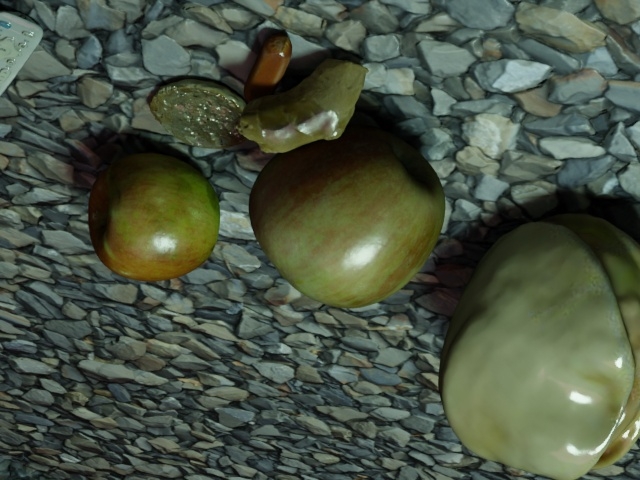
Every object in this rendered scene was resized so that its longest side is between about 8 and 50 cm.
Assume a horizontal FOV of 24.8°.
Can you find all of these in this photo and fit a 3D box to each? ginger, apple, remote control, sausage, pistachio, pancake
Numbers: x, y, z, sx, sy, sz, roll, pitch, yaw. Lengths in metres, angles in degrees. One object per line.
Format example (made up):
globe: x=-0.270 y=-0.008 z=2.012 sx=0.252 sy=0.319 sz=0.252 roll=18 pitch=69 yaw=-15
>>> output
ginger: x=-0.019 y=-0.172 z=1.888 sx=0.190 sy=0.069 sz=0.095 roll=-22 pitch=114 yaw=12
apple: x=-0.240 y=-0.032 z=2.129 sx=0.196 sy=0.196 sz=0.196 roll=9 pitch=149 yaw=5
remote control: x=-0.451 y=-0.244 z=1.991 sx=0.073 sy=0.044 sz=0.229 roll=23 pitch=140 yaw=-24
sausage: x=-0.067 y=-0.223 z=1.894 sx=0.041 sy=0.039 sz=0.131 roll=23 pitch=147 yaw=-6
apple: x=0.038 y=-0.041 z=1.970 sx=0.257 sy=0.257 sz=0.234 roll=30 pitch=116 yaw=-28
pistachio: x=0.331 y=0.160 z=2.100 sx=0.281 sy=0.365 sz=0.445 roll=-8 pitch=153 yaw=-32
pancake: x=-0.165 y=-0.175 z=2.022 sx=0.152 sy=0.025 sz=0.151 roll=8 pitch=151 yaw=5
